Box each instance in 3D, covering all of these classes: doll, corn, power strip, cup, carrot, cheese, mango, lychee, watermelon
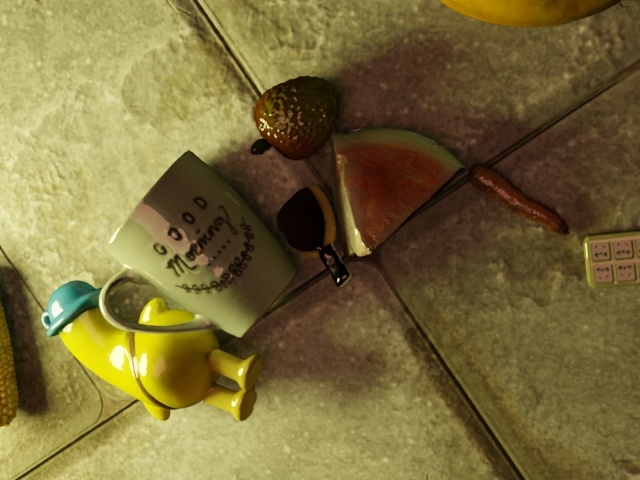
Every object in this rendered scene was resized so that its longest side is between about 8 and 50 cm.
[{"bbox_3d":[-0.264,0.171,1.828,0.363,0.145,0.200,18,111,19],"label":"doll"},{"bbox_3d":[-0.531,0.171,1.929,0.091,0.091,0.260,1,99,32],"label":"corn"},{"bbox_3d":[0.441,0.022,1.648,0.168,0.028,0.076,-6,99,17],"label":"power strip"},{"bbox_3d":[-0.184,0.044,1.735,0.234,0.186,0.258,42,79,-2],"label":"cup"},{"bbox_3d":[0.271,-0.053,1.679,0.165,0.035,0.036,35,109,4],"label":"carrot"},{"bbox_3d":[-0.001,0.000,1.727,0.086,0.036,0.162,-45,53,18],"label":"cheese"},{"bbox_3d":[0.264,-0.363,1.575,0.316,0.119,0.177,9,102,5],"label":"mango"},{"bbox_3d":[-0.039,-0.168,1.701,0.146,0.114,0.114,-42,88,9],"label":"lychee"},{"bbox_3d":[0.102,-0.045,1.675,0.207,0.136,0.202,-7,60,23],"label":"watermelon"}]
